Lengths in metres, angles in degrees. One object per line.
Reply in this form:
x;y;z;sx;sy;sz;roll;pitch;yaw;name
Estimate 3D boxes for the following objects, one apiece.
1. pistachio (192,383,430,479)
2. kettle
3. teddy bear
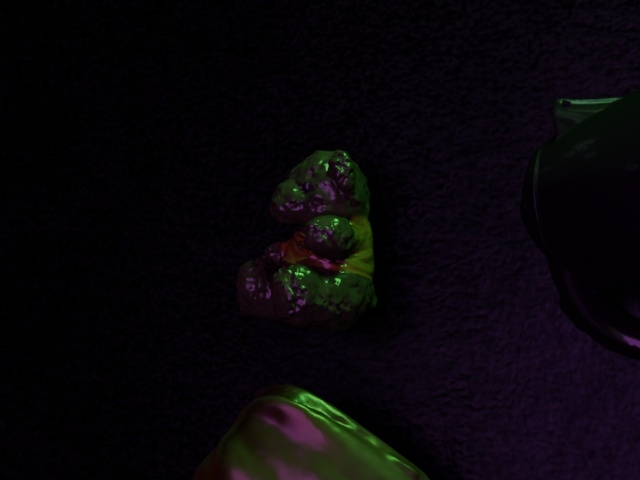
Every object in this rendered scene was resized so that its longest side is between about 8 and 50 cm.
-0.002;0.274;1.249;0.260;0.163;0.212;33;117;13;pistachio
0.326;-0.015;1.133;0.290;0.207;0.268;-8;105;29;kettle
0.000;0.000;1.309;0.140;0.177;0.190;7;83;-19;teddy bear
